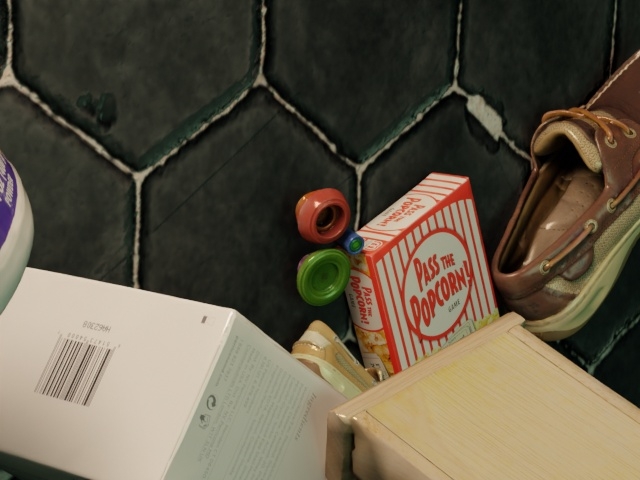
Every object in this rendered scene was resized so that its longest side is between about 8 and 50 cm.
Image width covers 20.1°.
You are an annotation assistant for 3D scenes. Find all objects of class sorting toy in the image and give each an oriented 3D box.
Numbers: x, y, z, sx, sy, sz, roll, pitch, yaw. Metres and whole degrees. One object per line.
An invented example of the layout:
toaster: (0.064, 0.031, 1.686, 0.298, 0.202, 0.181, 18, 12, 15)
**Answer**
sorting toy: (0.000, 0.000, 1.501, 0.061, 0.042, 0.102, -9, 117, -32)

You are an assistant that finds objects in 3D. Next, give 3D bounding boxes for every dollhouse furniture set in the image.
dollhouse furniture set: (0.143, 0.295, 1.261, 0.362, 0.256, 0.394, -25, 135, -32)

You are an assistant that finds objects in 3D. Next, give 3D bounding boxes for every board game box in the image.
board game box: (0.092, 0.059, 1.606, 0.147, 0.045, 0.193, -38, 124, -38)

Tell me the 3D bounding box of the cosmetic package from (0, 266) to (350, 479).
cosmetic package: (-0.101, 0.139, 1.266, 0.225, 0.224, 0.138, 38, 68, -45)

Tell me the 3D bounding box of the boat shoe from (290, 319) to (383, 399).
boat shoe: (0.038, 0.140, 1.550, 0.190, 0.068, 0.072, 55, 46, -39)

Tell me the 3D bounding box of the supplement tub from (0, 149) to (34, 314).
supplement tub: (-0.328, -0.072, 0.955, 0.241, 0.241, 0.331, -52, 132, -29)

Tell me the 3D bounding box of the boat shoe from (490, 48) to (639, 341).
boat shoe: (0.262, -0.072, 1.721, 0.342, 0.123, 0.123, -55, 135, -17)
